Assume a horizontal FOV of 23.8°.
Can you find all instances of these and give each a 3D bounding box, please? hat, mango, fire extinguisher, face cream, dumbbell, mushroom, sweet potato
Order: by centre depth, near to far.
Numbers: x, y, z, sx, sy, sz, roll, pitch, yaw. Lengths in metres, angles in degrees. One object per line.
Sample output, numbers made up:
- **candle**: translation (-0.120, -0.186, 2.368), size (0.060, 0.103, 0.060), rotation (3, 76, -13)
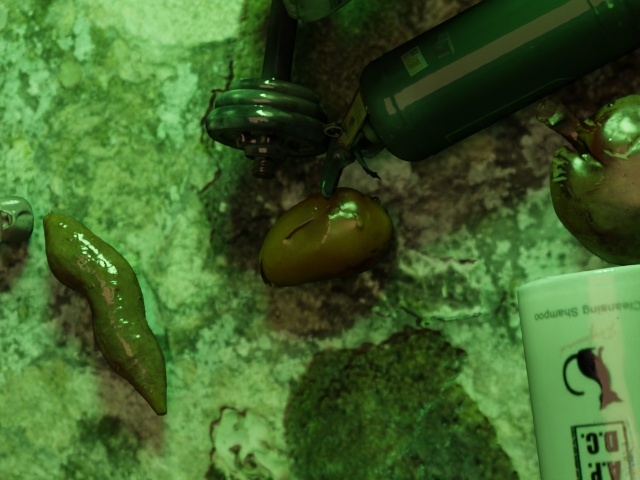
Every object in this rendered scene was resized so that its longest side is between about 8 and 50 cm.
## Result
- **face cream**: translation (0.243, 0.207, 1.142), size (0.145, 0.145, 0.369), rotation (-11, 81, 20)
- **mushroom**: translation (0.240, -0.057, 1.203), size (0.170, 0.080, 0.135), rotation (38, 89, 16)
- **fire extinguisher**: translation (0.130, -0.137, 1.239), size (0.311, 0.095, 0.114), rotation (-26, 49, 18)
- **mango**: translation (0.000, 0.000, 1.298), size (0.127, 0.063, 0.077), rotation (-22, 85, 17)
- **dumbbell**: translation (-0.034, -0.178, 1.311), size (0.110, 0.110, 0.254), rotation (3, 80, 21)
- **sweet potato**: translation (-0.187, 0.060, 1.371), size (0.065, 0.051, 0.218), rotation (-36, 75, 11)
- **hat**: translation (-0.298, -0.017, 1.432), size (0.087, 0.042, 0.058), rotation (-20, 73, 53)

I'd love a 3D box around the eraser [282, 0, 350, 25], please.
- **eraser**: translation (0.083, -0.310, 1.203), size (0.332, 0.155, 0.101), rotation (-37, 81, -2)
